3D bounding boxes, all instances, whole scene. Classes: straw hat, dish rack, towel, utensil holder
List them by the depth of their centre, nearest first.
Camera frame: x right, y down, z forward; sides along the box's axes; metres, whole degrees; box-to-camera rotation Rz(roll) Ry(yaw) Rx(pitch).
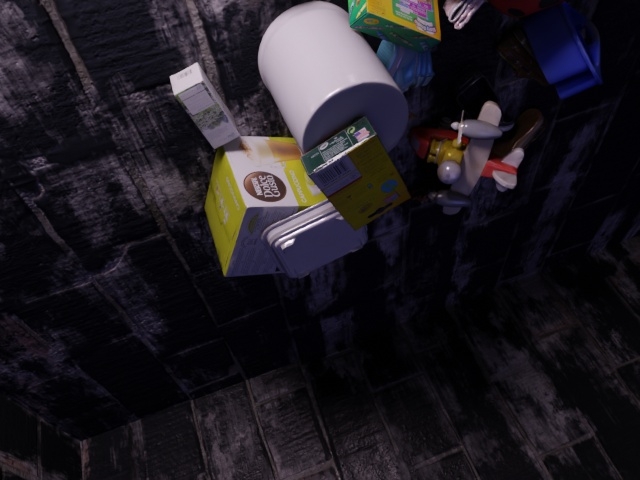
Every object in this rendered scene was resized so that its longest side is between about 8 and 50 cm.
[{"bbox_3d":[0.455,-0.742,1.388,0.053,0.317,0.332,34,122,-11],"label":"towel"},{"bbox_3d":[0.032,-0.425,1.452,0.328,0.385,0.327,-16,143,-12],"label":"utensil holder"},{"bbox_3d":[0.000,0.000,1.667,0.333,0.072,0.285,-26,144,-2],"label":"dish rack"},{"bbox_3d":[0.279,-0.467,1.806,0.145,0.144,0.061,3,98,-32],"label":"straw hat"}]

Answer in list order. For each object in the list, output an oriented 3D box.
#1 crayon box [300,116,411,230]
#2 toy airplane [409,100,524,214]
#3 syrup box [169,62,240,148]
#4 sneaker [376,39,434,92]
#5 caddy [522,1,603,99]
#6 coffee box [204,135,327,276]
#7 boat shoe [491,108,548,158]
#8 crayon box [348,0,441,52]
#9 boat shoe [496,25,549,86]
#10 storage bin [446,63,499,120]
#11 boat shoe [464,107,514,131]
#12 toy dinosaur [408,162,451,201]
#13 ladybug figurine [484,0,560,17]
[{"bbox_3d":[0.106,-0.169,1.419,0.202,0.081,0.318,-30,144,9],"label":"crayon box"},{"bbox_3d":[0.529,-0.276,1.875,0.385,0.386,0.272,-11,-155,47],"label":"toy airplane"},{"bbox_3d":[-0.336,-0.392,1.528,0.093,0.096,0.237,-26,145,5],"label":"syrup box"},{"bbox_3d":[0.258,-0.504,1.700,0.208,0.127,0.319,-1,139,-27],"label":"sneaker"},{"bbox_3d":[0.811,-0.637,1.689,0.179,0.341,0.241,-27,148,35],"label":"caddy"},{"bbox_3d":[-0.179,-0.118,1.757,0.335,0.337,0.338,-3,140,-27],"label":"coffee box"},{"bbox_3d":[0.804,-0.390,2.164,0.123,0.123,0.342,19,120,-42],"label":"boat shoe"},{"bbox_3d":[0.208,-0.648,1.442,0.279,0.165,0.081,4,168,-34],"label":"crayon box"},{"bbox_3d":[0.725,-0.633,1.832,0.104,0.110,0.307,-35,136,30],"label":"boat shoe"},{"bbox_3d":[0.551,-0.532,1.867,0.122,0.084,0.180,-39,142,19],"label":"storage bin"},{"bbox_3d":[0.670,-0.481,2.011,0.229,0.080,0.076,1,139,-20],"label":"boat shoe"},{"bbox_3d":[0.502,-0.222,2.188,0.322,0.164,0.218,-38,165,-18],"label":"toy dinosaur"},{"bbox_3d":[0.672,-0.753,1.441,0.450,0.161,0.305,-11,-164,36],"label":"ladybug figurine"}]
